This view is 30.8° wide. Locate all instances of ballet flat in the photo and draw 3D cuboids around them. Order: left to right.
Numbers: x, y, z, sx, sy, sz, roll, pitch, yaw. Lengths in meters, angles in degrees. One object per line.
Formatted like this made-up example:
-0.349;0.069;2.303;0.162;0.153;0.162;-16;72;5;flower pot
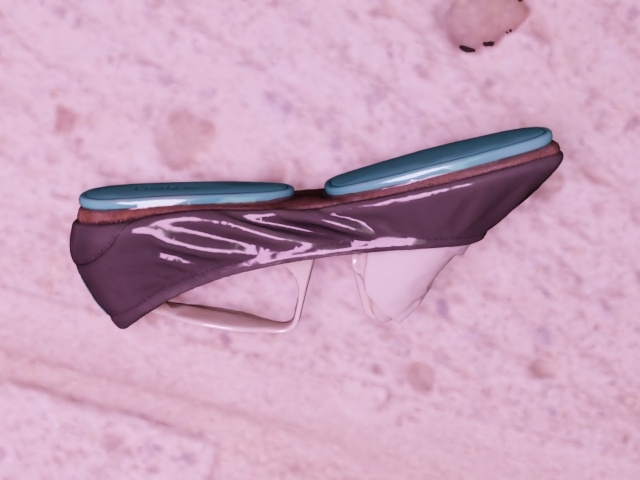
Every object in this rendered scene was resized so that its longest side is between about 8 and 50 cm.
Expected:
0.000;0.000;0.663;0.281;0.095;0.096;-7;102;6;ballet flat
